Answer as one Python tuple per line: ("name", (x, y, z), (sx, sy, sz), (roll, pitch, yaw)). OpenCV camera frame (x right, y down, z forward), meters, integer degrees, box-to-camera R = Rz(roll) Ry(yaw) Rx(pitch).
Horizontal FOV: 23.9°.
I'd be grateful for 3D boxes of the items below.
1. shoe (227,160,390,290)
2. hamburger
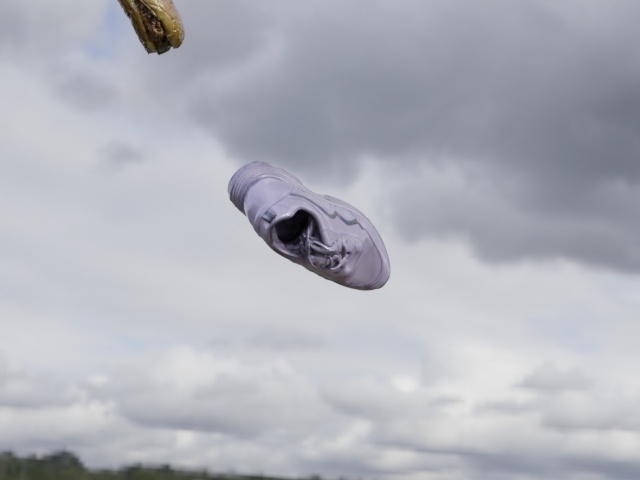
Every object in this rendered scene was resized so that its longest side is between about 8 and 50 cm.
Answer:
("shoe", (0.000, 0.000, 1.862), (0.245, 0.095, 0.137), (34, 15, -26))
("hamburger", (-0.149, -0.202, 1.309), (0.044, 0.083, 0.076), (-26, -6, 1))
